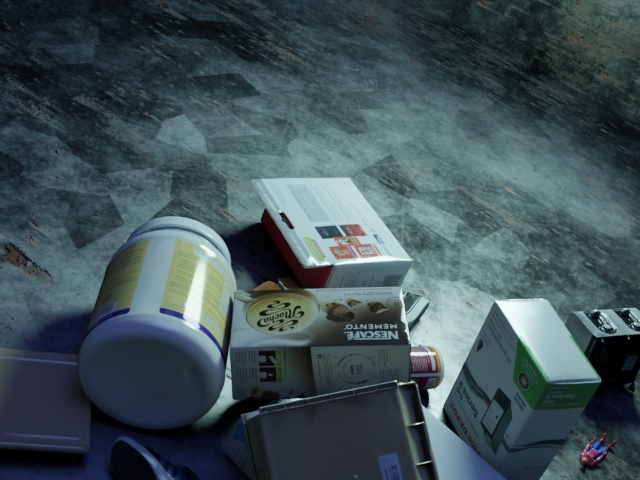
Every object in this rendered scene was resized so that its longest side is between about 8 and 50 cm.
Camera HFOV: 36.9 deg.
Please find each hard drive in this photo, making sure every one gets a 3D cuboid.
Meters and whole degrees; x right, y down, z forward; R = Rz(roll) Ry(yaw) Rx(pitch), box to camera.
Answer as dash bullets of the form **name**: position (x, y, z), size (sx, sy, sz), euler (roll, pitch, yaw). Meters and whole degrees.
- **hard drive**: position (0.161, 0.388, 1.618), size (0.353, 0.047, 0.233), euler (41, 39, 1)

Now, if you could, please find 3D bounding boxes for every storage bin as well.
- **storage bin**: position (0.039, 0.363, 1.453), size (0.260, 0.123, 0.262), euler (-8, 76, -17)

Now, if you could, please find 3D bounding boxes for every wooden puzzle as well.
- **wooden puzzle**: position (-0.485, 0.260, 1.552), size (0.220, 0.044, 0.239), euler (8, 31, -18)

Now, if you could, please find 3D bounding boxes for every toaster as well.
- **toaster**: position (0.613, 0.235, 2.071), size (0.168, 0.186, 0.110), euler (-2, 37, -18)

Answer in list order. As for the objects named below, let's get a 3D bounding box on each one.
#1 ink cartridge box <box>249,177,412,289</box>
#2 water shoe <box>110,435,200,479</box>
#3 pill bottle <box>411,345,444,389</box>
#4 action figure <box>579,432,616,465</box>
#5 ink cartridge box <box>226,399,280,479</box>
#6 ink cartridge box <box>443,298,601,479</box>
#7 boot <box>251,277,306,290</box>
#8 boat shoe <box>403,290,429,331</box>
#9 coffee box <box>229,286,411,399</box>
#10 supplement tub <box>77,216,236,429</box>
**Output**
- **ink cartridge box**: position (0.000, 0.000, 2.090), size (0.271, 0.130, 0.309), euler (-2, 39, -31)
- **water shoe**: position (-0.243, 0.380, 1.502), size (0.203, 0.073, 0.080), euler (38, 15, 16)
- **pill bottle**: position (0.159, 0.250, 1.869), size (0.152, 0.086, 0.086), euler (2, 38, -27)
- **action figure**: position (0.546, 0.417, 1.901), size (0.038, 0.030, 0.115), euler (44, 42, 22)
- **ink cartridge box**: position (-0.069, 0.356, 1.591), size (0.143, 0.092, 0.090), euler (40, 38, 26)
- **ink cartridge box**: position (0.359, 0.282, 1.754), size (0.121, 0.289, 0.211), euler (0, 39, -24)
- **boot**: position (-0.080, 0.165, 1.838), size (0.283, 0.109, 0.220), euler (-18, 49, -42)
- **boat shoe**: position (0.158, 0.166, 2.001), size (0.070, 0.078, 0.219), euler (31, 27, 13)
- **coffee box**: position (0.000, 0.174, 1.629), size (0.297, 0.119, 0.168), euler (-1, 32, 0)
- **supplement tub**: position (-0.271, 0.133, 1.661), size (0.241, 0.241, 0.331), euler (15, 34, -9)
